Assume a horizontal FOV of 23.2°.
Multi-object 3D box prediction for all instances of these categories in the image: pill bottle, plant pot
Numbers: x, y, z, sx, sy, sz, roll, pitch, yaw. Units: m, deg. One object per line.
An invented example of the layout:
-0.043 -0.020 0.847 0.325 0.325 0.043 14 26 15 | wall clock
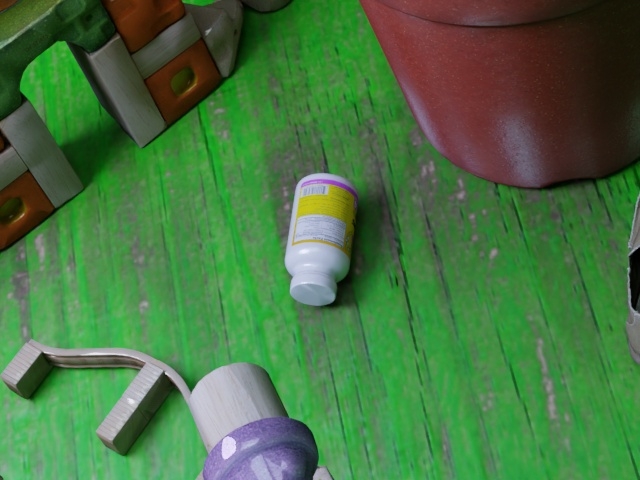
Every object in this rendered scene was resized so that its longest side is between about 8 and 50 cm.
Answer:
0.000 0.000 1.032 0.043 0.043 0.083 -1 58 16 | pill bottle
0.129 -0.186 0.980 0.272 0.265 0.272 -7 56 11 | plant pot

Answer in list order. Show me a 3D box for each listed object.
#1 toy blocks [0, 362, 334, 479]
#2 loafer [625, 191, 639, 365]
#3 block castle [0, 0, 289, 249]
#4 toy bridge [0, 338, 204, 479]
-0.060 0.258 0.719 0.288 0.309 0.260 -27 48 -2 | toy blocks
0.218 0.007 0.960 0.056 0.050 0.148 1 59 17 | loafer
-0.266 -0.194 1.132 0.453 0.213 0.303 -39 56 -11 | block castle
-0.118 0.107 1.007 0.188 0.026 0.063 24 66 28 | toy bridge
